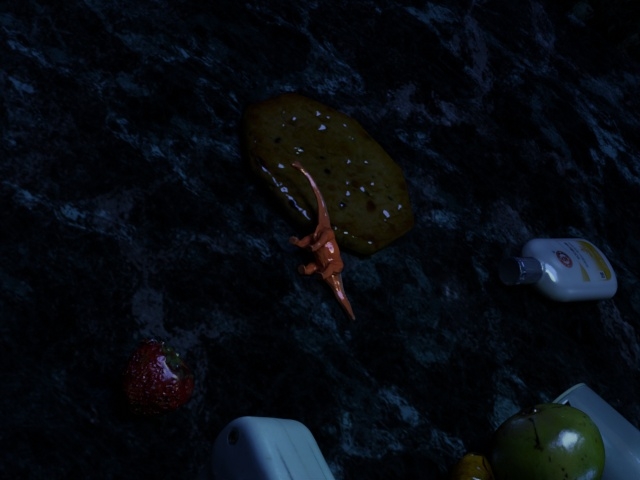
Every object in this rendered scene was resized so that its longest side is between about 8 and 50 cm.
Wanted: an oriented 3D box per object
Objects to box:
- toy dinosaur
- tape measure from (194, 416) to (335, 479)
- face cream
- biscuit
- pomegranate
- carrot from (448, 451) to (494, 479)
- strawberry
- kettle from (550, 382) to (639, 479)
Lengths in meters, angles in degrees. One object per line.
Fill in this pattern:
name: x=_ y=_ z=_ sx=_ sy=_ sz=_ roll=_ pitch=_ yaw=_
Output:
toy dinosaur: x=-0.005 y=0.002 z=2.166 sx=0.101 sy=0.055 sz=0.279 roll=-13 pitch=83 yaw=-53
tape measure: x=-0.066 y=0.342 z=1.568 sx=0.125 sy=0.246 sz=0.243 roll=13 pitch=32 yaw=-37
face cream: x=0.444 y=0.055 z=2.560 sx=0.291 sy=0.071 sz=0.144 roll=1 pitch=50 yaw=-44
biscuit: x=0.012 y=-0.120 z=2.351 sx=0.359 sy=0.046 sz=0.359 roll=27 pitch=36 yaw=-21
pomegranate: x=0.361 y=0.344 z=2.056 sx=0.210 sy=0.179 sz=0.179 roll=43 pitch=33 yaw=-11
carrot: x=0.196 y=0.399 z=1.926 sx=0.070 sy=0.070 sz=0.260 roll=38 pitch=36 yaw=-4
strawberry: x=-0.215 y=0.183 z=1.747 sx=0.106 sy=0.106 sz=0.106 roll=26 pitch=36 yaw=-21
kettle: x=0.475 y=0.356 z=2.198 sx=0.243 sy=0.160 sz=0.210 roll=51 pitch=16 yaw=25
